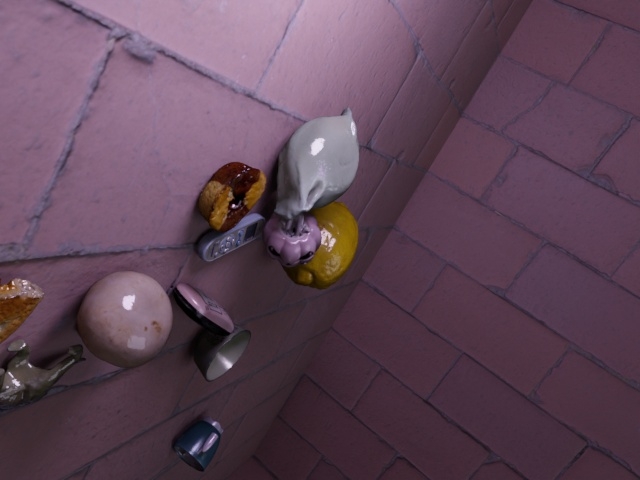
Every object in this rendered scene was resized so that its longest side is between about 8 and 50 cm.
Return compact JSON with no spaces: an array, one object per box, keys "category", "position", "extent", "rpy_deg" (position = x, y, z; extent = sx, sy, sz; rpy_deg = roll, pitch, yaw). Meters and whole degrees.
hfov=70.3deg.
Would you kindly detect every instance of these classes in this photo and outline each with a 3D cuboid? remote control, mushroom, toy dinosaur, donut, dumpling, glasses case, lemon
[{"category":"remote control","position":[-0.244,-0.013,1.260],"extent":[0.244,0.047,0.087],"rpy_deg":[-31,147,-50]},{"category":"mushroom","position":[-0.426,0.170,0.964],"extent":[0.204,0.204,0.204],"rpy_deg":[-47,160,-23]},{"category":"toy dinosaur","position":[-0.590,0.273,0.870],"extent":[0.294,0.077,0.162],"rpy_deg":[-13,141,-43]},{"category":"donut","position":[-0.219,-0.112,1.110],"extent":[0.184,0.073,0.166],"rpy_deg":[-55,162,2]},{"category":"dumpling","position":[-0.009,-0.196,1.273],"extent":[0.320,0.212,0.270],"rpy_deg":[-28,154,-30]},{"category":"glasses case","position":[-0.328,0.203,1.303],"extent":[0.075,0.122,0.314],"rpy_deg":[-46,159,-11]},{"category":"lemon","position":[-0.004,0.005,1.555],"extent":[0.285,0.285,0.317],"rpy_deg":[27,75,-71]}]

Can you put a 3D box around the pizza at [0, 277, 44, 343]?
[{"category":"pizza","position":[-0.563,0.122,0.651],"extent":[0.289,0.081,0.229],"rpy_deg":[-43,164,-33]}]

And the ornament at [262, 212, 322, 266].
[{"category":"ornament","position":[-0.083,-0.014,1.336],"extent":[0.177,0.177,0.178],"rpy_deg":[-47,160,-23]}]

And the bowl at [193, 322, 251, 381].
[{"category":"bowl","position":[-0.346,0.357,1.536],"extent":[0.211,0.112,0.211],"rpy_deg":[-47,161,-22]}]

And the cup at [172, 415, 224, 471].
[{"category":"cup","position":[-0.505,0.849,1.926],"extent":[0.299,0.167,0.173],"rpy_deg":[-37,-169,48]}]
